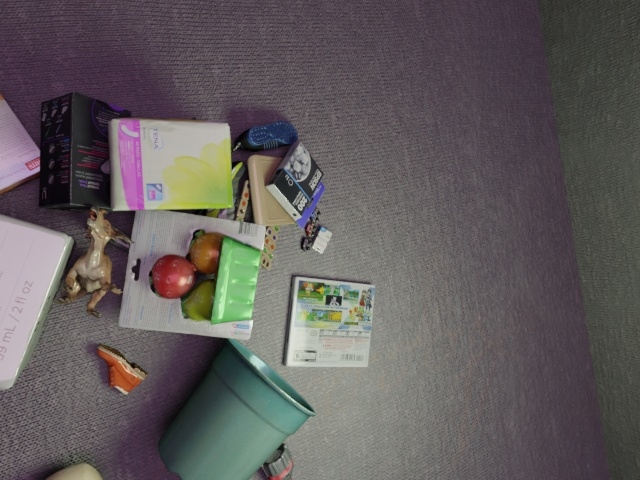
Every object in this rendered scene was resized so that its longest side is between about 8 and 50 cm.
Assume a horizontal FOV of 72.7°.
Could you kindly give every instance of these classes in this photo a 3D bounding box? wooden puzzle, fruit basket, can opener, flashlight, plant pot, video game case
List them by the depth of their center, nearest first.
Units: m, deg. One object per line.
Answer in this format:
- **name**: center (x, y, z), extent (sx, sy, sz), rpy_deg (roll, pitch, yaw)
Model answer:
- **fruit basket**: center (-0.345, 0.094, 1.196), extent (0.352, 0.165, 0.328), rpy_deg (7, 88, -4)
- **can opener**: center (-0.520, 0.037, 1.215), extent (0.280, 0.074, 0.093), rpy_deg (39, 70, -22)
- **plant pot**: center (-0.244, 0.509, 1.222), extent (0.341, 0.341, 0.334), rpy_deg (44, 77, -20)
- **flashlight**: center (-0.089, 0.807, 1.405), extent (0.103, 0.103, 0.304), rpy_deg (-33, 102, -28)
- **wooden puzzle**: center (-0.137, -0.160, 1.418), extent (0.238, 0.044, 0.221), rpy_deg (-8, 92, -51)
- **video game case**: center (0.038, 0.291, 1.530), extent (0.328, 0.036, 0.301), rpy_deg (9, 84, -27)

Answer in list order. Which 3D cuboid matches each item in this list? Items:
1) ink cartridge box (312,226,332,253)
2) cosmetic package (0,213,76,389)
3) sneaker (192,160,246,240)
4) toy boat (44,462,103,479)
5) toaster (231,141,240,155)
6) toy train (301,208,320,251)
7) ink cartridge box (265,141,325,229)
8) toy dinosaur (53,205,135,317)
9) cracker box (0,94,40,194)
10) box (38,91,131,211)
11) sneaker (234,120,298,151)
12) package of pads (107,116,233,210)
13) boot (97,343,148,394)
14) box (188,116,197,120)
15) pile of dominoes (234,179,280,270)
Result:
- **ink cartridge box**: center (0.000, 0.000, 1.523), extent (0.048, 0.028, 0.083), rpy_deg (32, 73, -23)
- **cosmetic package**: center (-0.792, 0.086, 0.925), extent (0.393, 0.327, 0.330), rpy_deg (20, 79, -25)
- **sneaker**: center (-0.299, -0.106, 1.338), extent (0.121, 0.111, 0.300), rpy_deg (32, 76, -38)
- **toy boat**: center (-0.705, 0.659, 1.069), extent (0.318, 0.148, 0.268), rpy_deg (33, 78, -31)
- **toaster**: center (-0.348, -0.231, 1.266), extent (0.110, 0.168, 0.186), rpy_deg (41, 71, -19)
- **toy train**: center (-0.035, -0.039, 1.509), extent (0.036, 0.027, 0.159), rpy_deg (19, 79, -15)
- **ink cartridge box**: center (-0.063, -0.179, 1.435), extent (0.208, 0.045, 0.207), rpy_deg (51, 51, -34)
- **toy dinosaur**: center (-0.573, 0.067, 1.114), extent (0.127, 0.295, 0.201), rpy_deg (22, 46, -28)
- **cracker box**: center (-0.810, -0.243, 1.075), extent (0.155, 0.067, 0.233), rpy_deg (-35, 104, -25)
- **box**: center (-0.598, -0.212, 1.113), extent (0.165, 0.143, 0.271), rpy_deg (5, 84, -60)
- **sneaker**: center (-0.175, -0.337, 1.420), extent (0.232, 0.090, 0.082), rpy_deg (-19, 96, -49)
- **package of pads**: center (-0.376, -0.193, 1.110), extent (0.296, 0.101, 0.230), rpy_deg (-2, 94, -20)
- **boot**: center (-0.562, 0.355, 1.193), extent (0.085, 0.059, 0.158), rpy_deg (-47, 110, -16)
- **box**: center (-0.446, -0.276, 1.246), extent (0.207, 0.114, 0.036), rpy_deg (-39, 106, -23)
- **pile of dominoes**: center (-0.187, -0.039, 1.375), extent (0.195, 0.040, 0.252), rpy_deg (24, 75, -51)
